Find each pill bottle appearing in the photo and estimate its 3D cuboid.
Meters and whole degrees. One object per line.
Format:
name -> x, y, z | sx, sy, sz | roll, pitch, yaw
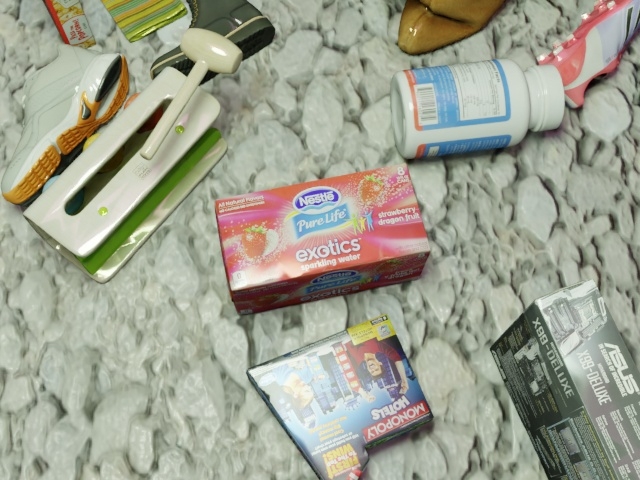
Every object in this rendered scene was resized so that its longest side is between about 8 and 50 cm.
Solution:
pill bottle -> 0.215, -0.185, 1.187 | 0.222, 0.124, 0.124 | -7, 71, -5

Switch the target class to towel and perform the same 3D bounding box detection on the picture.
towel -> -0.306, -0.412, 1.309 | 0.102, 0.021, 0.237 | -32, 74, -13

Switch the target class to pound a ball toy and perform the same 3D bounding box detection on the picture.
pound a ball toy -> -0.243, -0.125, 1.109 | 0.136, 0.208, 0.319 | 36, 74, 10

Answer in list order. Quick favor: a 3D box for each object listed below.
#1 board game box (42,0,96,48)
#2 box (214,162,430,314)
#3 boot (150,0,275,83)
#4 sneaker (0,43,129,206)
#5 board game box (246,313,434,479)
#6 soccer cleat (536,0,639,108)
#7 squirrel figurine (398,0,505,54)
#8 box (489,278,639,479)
board game box -> -0.383, -0.375, 1.202 | 0.045, 0.193, 0.146 | -27, 73, -11
box -> 0.000, 0.000, 1.115 | 0.257, 0.122, 0.128 | -11, 70, -5
boot -> -0.185, -0.309, 1.250 | 0.198, 0.077, 0.137 | -29, 73, -25
sneaker -> -0.376, -0.164, 1.189 | 0.121, 0.099, 0.262 | 21, 63, 14
board game box -> 0.031, 0.218, 1.072 | 0.194, 0.060, 0.194 | -20, 73, -9
soccer cleat -> 0.422, -0.296, 1.266 | 0.248, 0.083, 0.095 | -40, 105, -19
squirrel figurine -> 0.236, -0.492, 1.165 | 0.397, 0.370, 0.280 | -13, 71, -6
box -> 0.309, 0.223, 0.981 | 0.077, 0.242, 0.307 | -18, 71, -8
